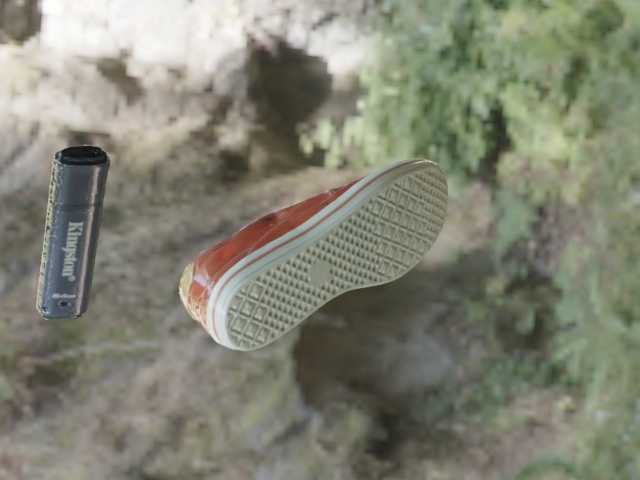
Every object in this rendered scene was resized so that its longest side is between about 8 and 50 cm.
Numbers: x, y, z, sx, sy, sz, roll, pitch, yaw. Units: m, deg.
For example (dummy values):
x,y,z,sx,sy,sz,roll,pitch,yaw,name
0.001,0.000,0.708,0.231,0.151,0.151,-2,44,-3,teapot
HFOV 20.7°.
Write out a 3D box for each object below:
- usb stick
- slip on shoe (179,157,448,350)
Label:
x,y,z,sx,sy,sz,roll,pitch,yaw,name
-0.333,-0.008,2.346,0.045,0.077,0.278,-123,36,-44,usb stick
0.000,0.000,1.711,0.331,0.101,0.123,-29,-53,-33,slip on shoe
